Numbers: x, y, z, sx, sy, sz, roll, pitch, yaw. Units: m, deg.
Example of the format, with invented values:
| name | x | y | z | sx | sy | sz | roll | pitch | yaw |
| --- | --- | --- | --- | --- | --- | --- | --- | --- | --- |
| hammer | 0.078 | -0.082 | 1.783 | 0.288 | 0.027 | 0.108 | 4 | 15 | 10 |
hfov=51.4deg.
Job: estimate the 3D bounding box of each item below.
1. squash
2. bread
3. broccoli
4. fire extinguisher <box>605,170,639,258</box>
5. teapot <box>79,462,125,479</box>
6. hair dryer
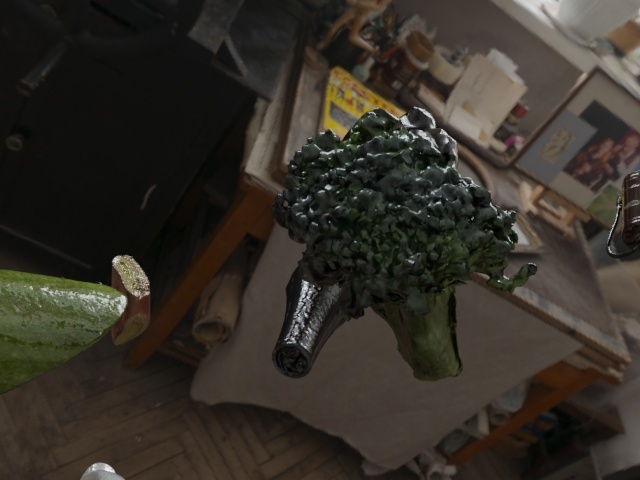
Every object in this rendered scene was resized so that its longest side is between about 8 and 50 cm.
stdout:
| name | x | y | z | sx | sy | sz | roll | pitch | yaw |
| --- | --- | --- | --- | --- | --- | --- | --- | --- | --- |
| squash | -0.331 | 0.127 | 0.742 | 0.093 | 0.170 | 0.252 | 24 | 5 | 41 |
| bread | -0.391 | 0.130 | 1.380 | 0.067 | 0.119 | 0.193 | 0 | 93 | -37 |
| broccoli | 0.073 | 0.038 | 0.548 | 0.165 | 0.145 | 0.304 | 56 | -5 | 39 |
| fire extinguisher | 0.366 | -0.023 | 0.770 | 0.045 | 0.078 | 0.157 | 41 | 39 | -8 |
| teapot | -0.204 | 0.298 | 0.434 | 0.204 | 0.298 | 0.139 | 35 | -1 | -18 |
| hair dryer | 0.000 | 0.000 | 0.765 | 0.091 | 0.272 | 0.235 | 9 | 26 | 10 |
